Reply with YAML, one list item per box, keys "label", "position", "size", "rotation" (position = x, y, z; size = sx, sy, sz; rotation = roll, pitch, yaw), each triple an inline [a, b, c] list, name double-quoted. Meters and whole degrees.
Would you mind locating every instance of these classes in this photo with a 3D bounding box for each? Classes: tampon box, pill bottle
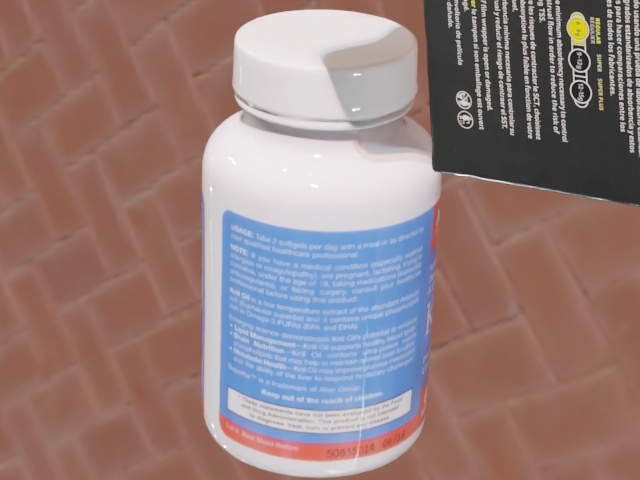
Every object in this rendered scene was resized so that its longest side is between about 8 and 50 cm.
- label: "tampon box"
  position: [0.133, -0.078, 0.570]
  size: [0.161, 0.120, 0.101]
  rotation: [12, 120, 35]
- label: "pill bottle"
  position: [0.000, 0.000, 0.865]
  size: [0.124, 0.124, 0.221]
  rotation: [23, 123, 36]
